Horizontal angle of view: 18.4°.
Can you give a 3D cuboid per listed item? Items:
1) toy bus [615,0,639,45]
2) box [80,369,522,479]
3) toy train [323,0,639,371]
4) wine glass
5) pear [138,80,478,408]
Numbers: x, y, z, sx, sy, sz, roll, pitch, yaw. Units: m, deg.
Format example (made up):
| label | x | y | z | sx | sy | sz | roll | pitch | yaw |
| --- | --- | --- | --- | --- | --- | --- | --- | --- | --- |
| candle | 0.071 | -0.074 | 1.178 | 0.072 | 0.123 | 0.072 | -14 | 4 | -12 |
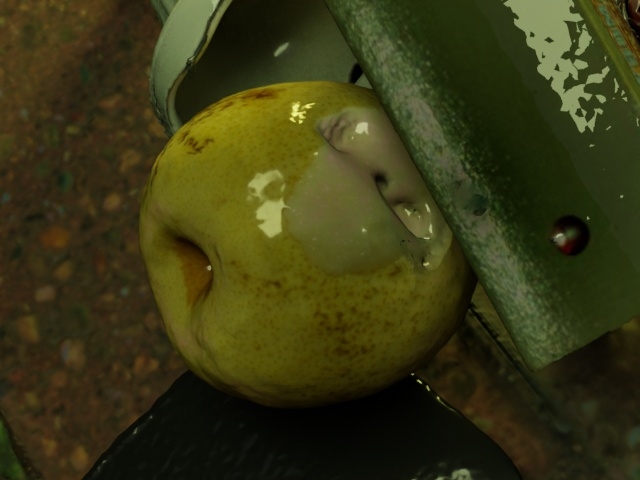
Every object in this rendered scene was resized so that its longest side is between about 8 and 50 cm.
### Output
| label | x | y | z | sx | sy | sz | roll | pitch | yaw |
| --- | --- | --- | --- | --- | --- | --- | --- | --- | --- |
| toy bus | 0.265 | -0.096 | 1.055 | 0.235 | 0.073 | 0.096 | 34 | 86 | 25 |
| box | -0.020 | 0.150 | 1.042 | 0.201 | 0.042 | 0.212 | 40 | 83 | 26 |
| toy train | 0.104 | -0.086 | 0.980 | 0.131 | 0.202 | 0.299 | -32 | 85 | 25 |
| wine glass | -0.061 | -0.155 | 1.128 | 0.165 | 0.165 | 0.196 | -38 | 56 | -2 |
| pear | 0.000 | 0.000 | 0.999 | 0.178 | 0.178 | 0.178 | -6 | 66 | 13 |
